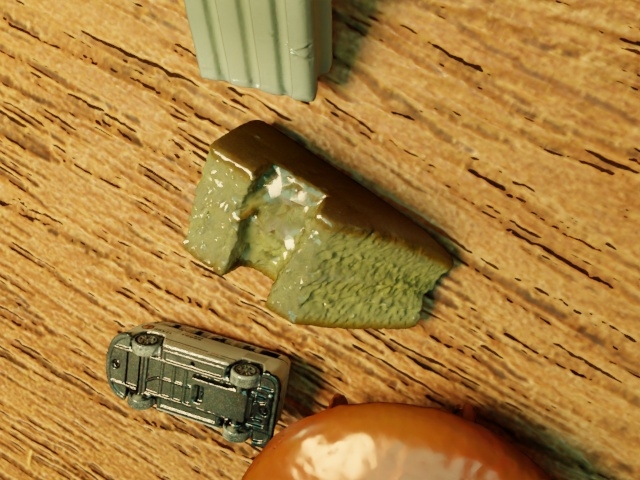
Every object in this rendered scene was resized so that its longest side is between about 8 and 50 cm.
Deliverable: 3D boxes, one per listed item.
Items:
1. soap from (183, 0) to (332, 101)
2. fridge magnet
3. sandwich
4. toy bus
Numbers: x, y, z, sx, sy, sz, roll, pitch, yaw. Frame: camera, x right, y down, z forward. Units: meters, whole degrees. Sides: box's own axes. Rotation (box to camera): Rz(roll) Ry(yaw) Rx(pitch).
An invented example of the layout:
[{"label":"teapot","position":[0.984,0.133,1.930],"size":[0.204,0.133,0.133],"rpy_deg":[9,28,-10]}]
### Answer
[{"label":"soap","position":[-0.054,-0.216,0.575],"size":[0.119,0.066,0.198],"rpy_deg":[15,147,12]},{"label":"fridge magnet","position":[0.082,0.321,0.683],"size":[0.364,0.155,0.363],"rpy_deg":[4,105,15]},{"label":"sandwich","position":[0.000,0.000,0.643],"size":[0.236,0.128,0.122],"rpy_deg":[31,119,8]},{"label":"toy bus","position":[-0.126,0.142,0.735],"size":[0.194,0.089,0.087],"rpy_deg":[14,109,13]}]
